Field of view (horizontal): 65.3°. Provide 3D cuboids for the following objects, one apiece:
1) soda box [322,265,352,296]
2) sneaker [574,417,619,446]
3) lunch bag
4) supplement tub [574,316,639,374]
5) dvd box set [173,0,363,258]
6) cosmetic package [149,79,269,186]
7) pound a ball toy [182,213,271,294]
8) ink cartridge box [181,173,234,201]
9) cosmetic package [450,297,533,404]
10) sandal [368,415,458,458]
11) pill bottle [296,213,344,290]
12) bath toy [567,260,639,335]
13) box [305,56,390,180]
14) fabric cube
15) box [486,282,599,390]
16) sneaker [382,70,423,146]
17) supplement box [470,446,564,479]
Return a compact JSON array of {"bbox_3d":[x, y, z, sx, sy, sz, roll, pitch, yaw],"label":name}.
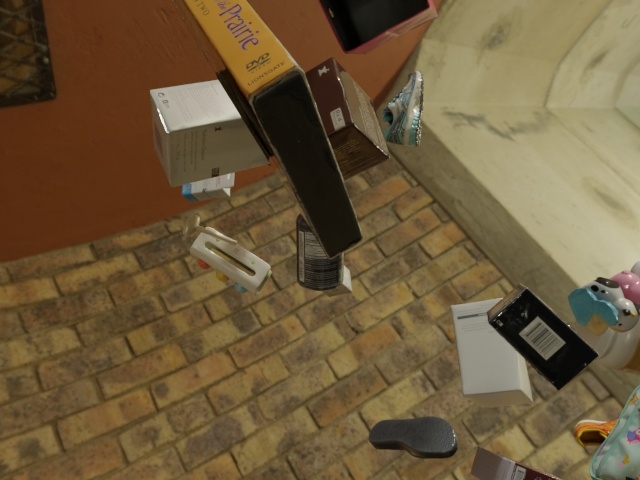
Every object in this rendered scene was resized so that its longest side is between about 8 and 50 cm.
[{"bbox_3d":[0.026,0.118,1.766,0.098,0.091,0.286,-14,-24,17],"label":"soda box"},{"bbox_3d":[0.656,0.426,1.101,0.175,0.064,0.067,-26,2,27],"label":"sneaker"},{"bbox_3d":[0.631,0.376,0.910,0.279,0.108,0.224,-47,-1,-12],"label":"lunch bag"},{"bbox_3d":[0.965,0.291,1.500,0.228,0.316,0.228,13,-90,-84],"label":"supplement tub"},{"bbox_3d":[-0.093,-0.208,0.666,0.062,0.420,0.307,-30,-33,-3],"label":"dvd box set"},{"bbox_3d":[-0.238,-0.302,1.328,0.385,0.156,0.217,-17,-26,-23],"label":"cosmetic package"},{"bbox_3d":[-0.335,0.063,1.722,0.136,0.319,0.208,-57,-3,-13],"label":"pound a ball toy"},{"bbox_3d":[-0.350,-0.191,1.611,0.180,0.104,0.060,-6,-23,13],"label":"ink cartridge box"},{"bbox_3d":[0.437,0.293,1.269,0.138,0.225,0.224,-13,-29,25],"label":"cosmetic package"},{"bbox_3d":[0.220,0.458,1.154,0.097,0.054,0.254,-45,15,-34],"label":"sandal"},{"bbox_3d":[0.000,0.000,1.329,0.130,0.130,0.246,-16,-63,-36],"label":"pill bottle"},{"bbox_3d":[0.835,0.142,1.334,0.348,0.151,0.129,-17,-12,-26],"label":"bath toy"},{"bbox_3d":[0.023,-0.246,1.087,0.167,0.168,0.203,-23,-23,24],"label":"box"},{"bbox_3d":[0.153,-0.690,1.383,0.259,0.254,0.258,-21,12,23],"label":"fabric cube"},{"bbox_3d":[0.389,0.164,0.897,0.093,0.156,0.158,-46,-14,10],"label":"box"},{"bbox_3d":[0.253,-0.415,1.537,0.122,0.283,0.110,4,-30,14],"label":"sneaker"},{"bbox_3d":[0.497,0.576,1.183,0.073,0.239,0.130,-68,13,-14],"label":"supplement box"}]
